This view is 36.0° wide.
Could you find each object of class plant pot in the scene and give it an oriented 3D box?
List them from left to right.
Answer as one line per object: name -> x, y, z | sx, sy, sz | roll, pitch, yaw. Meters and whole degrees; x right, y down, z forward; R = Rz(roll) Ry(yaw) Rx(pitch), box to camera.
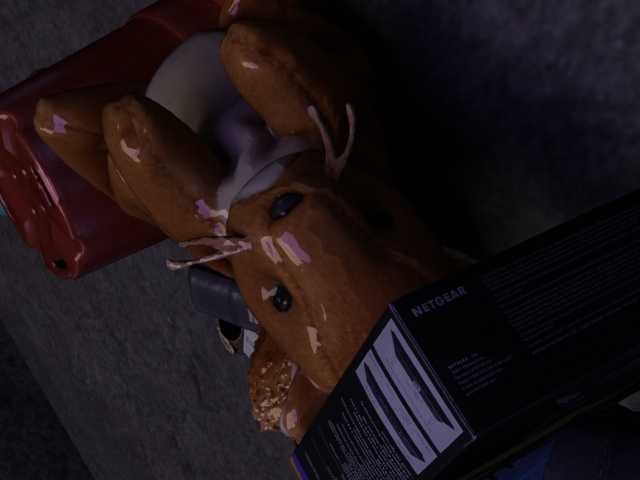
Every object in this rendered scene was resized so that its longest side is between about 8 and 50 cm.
plant pot -> -0.204, -0.104, 1.061 | 0.272, 0.265, 0.272 | 38, 146, 32

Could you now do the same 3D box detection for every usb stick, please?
usb stick -> -0.045, 0.086, 1.158 | 0.278, 0.045, 0.077 | 17, 120, 32

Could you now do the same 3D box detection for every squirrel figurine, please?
squirrel figurine -> 0.000, 0.000, 0.804 | 0.370, 0.281, 0.397 | 49, 171, 47

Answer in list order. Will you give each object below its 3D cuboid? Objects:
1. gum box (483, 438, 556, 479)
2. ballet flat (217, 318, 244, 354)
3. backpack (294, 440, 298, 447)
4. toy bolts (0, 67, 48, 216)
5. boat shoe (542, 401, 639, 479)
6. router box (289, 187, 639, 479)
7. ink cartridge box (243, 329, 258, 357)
gum box -> 0.101, 0.178, 0.757 | 0.157, 0.184, 0.041 | 5, 114, 55
ballet flat -> -0.118, 0.081, 1.320 | 0.084, 0.058, 0.250 | 47, 149, 22
backpack -> 0.048, 0.157, 1.023 | 0.182, 0.115, 0.152 | -12, 112, 24
toy bolts -> -0.378, -0.117, 1.397 | 0.158, 0.228, 0.218 | 22, 122, 30
boat shoe -> 0.236, 0.246, 0.694 | 0.156, 0.187, 0.500 | 8, 151, 22
router box -> 0.150, 0.067, 0.617 | 0.081, 0.308, 0.243 | 58, 152, 20
ink cartridge box -> -0.053, 0.122, 1.263 | 0.088, 0.052, 0.122 | 42, 148, 27
